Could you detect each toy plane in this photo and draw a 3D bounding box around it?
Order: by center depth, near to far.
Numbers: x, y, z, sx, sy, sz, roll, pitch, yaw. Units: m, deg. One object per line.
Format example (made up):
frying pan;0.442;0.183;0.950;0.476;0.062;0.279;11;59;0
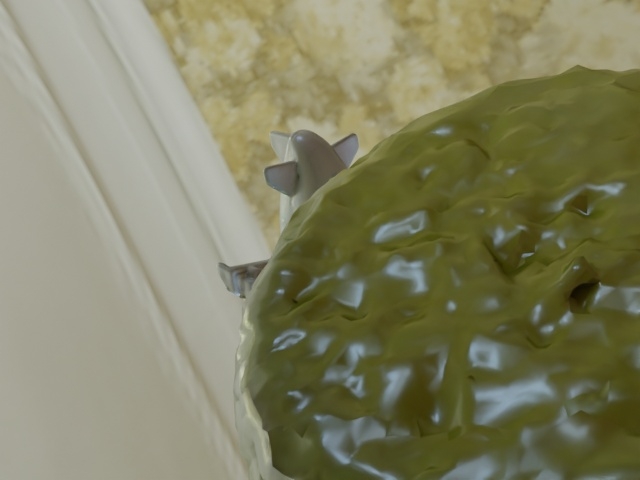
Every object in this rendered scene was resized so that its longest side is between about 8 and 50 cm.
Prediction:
toy plane;0.002;0.001;1.115;0.174;0.080;0.174;-7;-77;-35

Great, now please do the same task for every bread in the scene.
bread;0.132;0.109;0.623;0.348;0.348;0.307;-60;-42;-44
